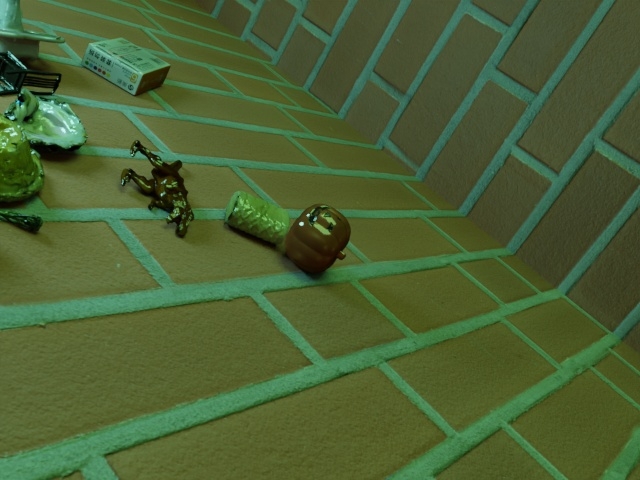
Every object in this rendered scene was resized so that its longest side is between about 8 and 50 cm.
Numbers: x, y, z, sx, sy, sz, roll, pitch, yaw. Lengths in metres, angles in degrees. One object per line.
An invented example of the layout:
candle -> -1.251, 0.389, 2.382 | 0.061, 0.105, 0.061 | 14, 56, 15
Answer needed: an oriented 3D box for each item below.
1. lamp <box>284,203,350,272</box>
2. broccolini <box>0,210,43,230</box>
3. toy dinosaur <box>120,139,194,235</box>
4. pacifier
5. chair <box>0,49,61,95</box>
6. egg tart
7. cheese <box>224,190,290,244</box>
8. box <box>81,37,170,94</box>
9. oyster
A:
lamp -> 0.000, 0.000, 1.835 | 0.164, 0.188, 0.187 | 35, 23, 10
broccolini -> -0.623, -0.052, 1.344 | 0.140, 0.035, 0.030 | 19, 66, -20
toy dinosaur -> -0.423, -0.174, 1.777 | 0.208, 0.097, 0.432 | 33, 21, -33
pacifier -> -0.905, -0.631, 1.973 | 0.220, 0.273, 0.332 | 52, 26, 7
chair -> -0.831, -0.461, 1.879 | 0.101, 0.084, 0.212 | 39, 23, 9
egg tart -> -0.721, -0.201, 1.422 | 0.315, 0.120, 0.315 | 27, 23, -12
cheese -> -0.173, -0.064, 1.864 | 0.167, 0.094, 0.123 | 24, 22, -19
box -> -0.680, -0.620, 2.388 | 0.220, 0.091, 0.274 | 30, 22, -1
oyster -> -0.701, -0.297, 1.701 | 0.198, 0.092, 0.260 | 0, 47, -52
